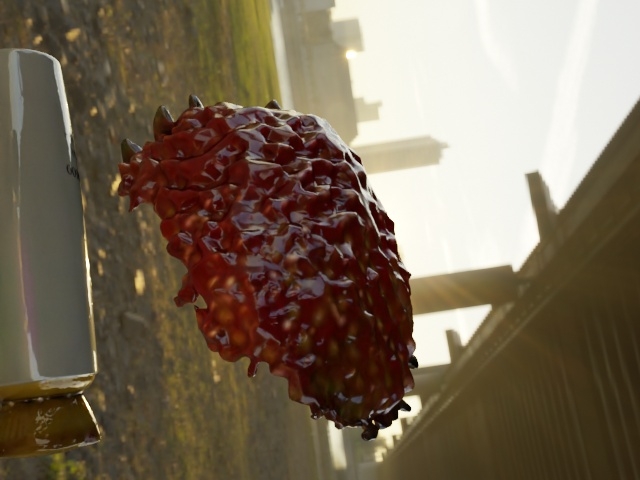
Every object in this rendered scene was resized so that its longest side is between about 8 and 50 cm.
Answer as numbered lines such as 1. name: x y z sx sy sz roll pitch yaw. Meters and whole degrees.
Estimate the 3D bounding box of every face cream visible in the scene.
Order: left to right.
1. face cream: -0.133 0.006 0.375 0.072 0.051 0.182 143 -59 -73

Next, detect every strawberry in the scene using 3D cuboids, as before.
1. strawberry: 0.000 0.000 0.567 0.233 0.137 0.306 27 12 -39
